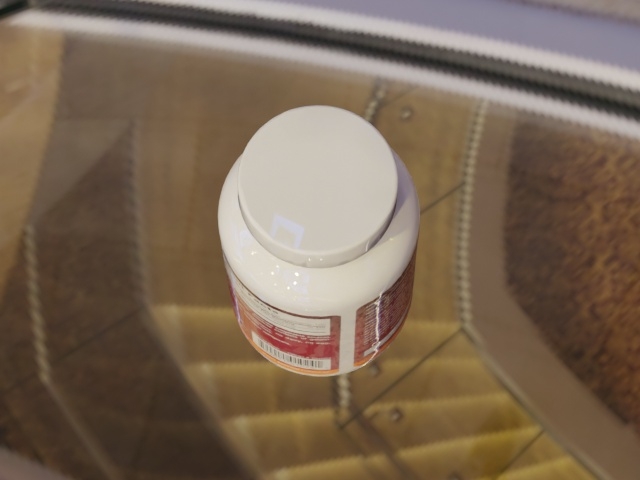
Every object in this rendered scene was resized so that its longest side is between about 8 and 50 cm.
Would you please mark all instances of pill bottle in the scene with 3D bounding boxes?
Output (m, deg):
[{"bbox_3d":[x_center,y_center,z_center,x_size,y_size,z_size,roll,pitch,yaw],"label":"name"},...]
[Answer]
[{"bbox_3d":[0.000,0.000,0.842,0.086,0.086,0.152,39,165,12],"label":"pill bottle"}]
